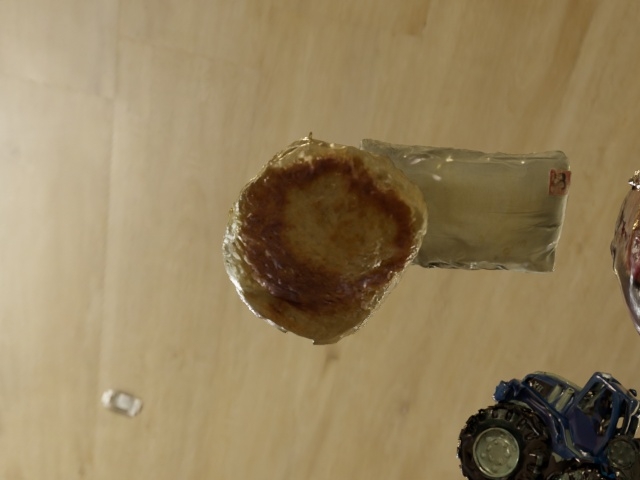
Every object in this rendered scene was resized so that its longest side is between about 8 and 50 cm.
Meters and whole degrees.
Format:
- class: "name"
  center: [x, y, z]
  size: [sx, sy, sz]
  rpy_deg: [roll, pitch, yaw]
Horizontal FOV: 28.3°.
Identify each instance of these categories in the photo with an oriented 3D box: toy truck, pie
- class: "toy truck"
  center: [0.214, 0.178, 0.927]
  size: [0.208, 0.113, 0.126]
  rpy_deg: [40, -81, 26]
- class: "pie"
  center: [0.000, 0.000, 1.206]
  size: [0.179, 0.084, 0.205]
  rpy_deg: [33, -63, -5]

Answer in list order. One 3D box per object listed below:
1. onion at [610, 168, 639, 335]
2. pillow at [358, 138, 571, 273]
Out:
- class: "onion"
  center: [0.261, 0.003, 0.606]
  size: [0.218, 0.195, 0.140]
  rpy_deg: [32, -53, 2]
- class: "pillow"
  center: [0.138, -0.034, 1.283]
  size: [0.229, 0.051, 0.128]
  rpy_deg: [3, -84, -7]
